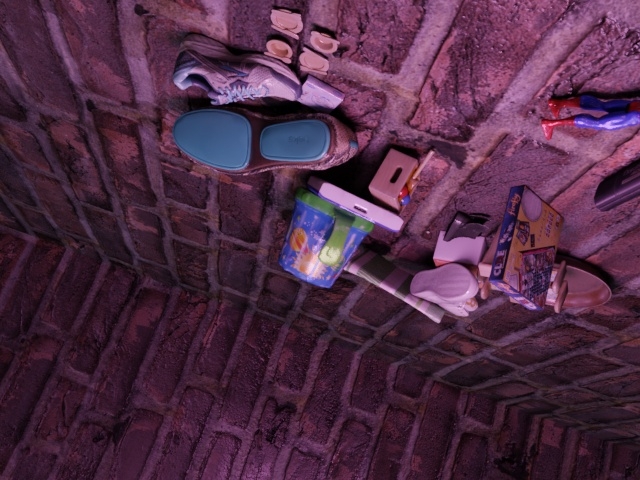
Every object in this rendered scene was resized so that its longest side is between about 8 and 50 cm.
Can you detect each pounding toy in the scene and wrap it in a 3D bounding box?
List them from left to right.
[{"bbox_3d":[0.195,-0.147,1.598,0.100,0.141,0.130,27,170,20],"label":"pounding toy"}]

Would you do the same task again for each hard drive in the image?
[{"bbox_3d":[0.077,-0.098,1.728,0.210,0.040,0.319,25,-175,-9],"label":"hard drive"}]

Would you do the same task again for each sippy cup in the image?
[{"bbox_3d":[0.000,0.000,1.875,0.240,0.224,0.305,27,-176,22],"label":"sippy cup"}]

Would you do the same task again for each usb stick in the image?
[{"bbox_3d":[0.630,-0.127,1.320,0.045,0.077,0.278,27,159,-6],"label":"usb stick"}]

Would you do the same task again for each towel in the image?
[{"bbox_3d":[0.240,0.135,2.092,0.324,0.038,0.248,31,-163,11],"label":"towel"}]

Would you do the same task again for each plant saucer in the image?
[{"bbox_3d":[0.658,0.108,1.927,0.310,0.050,0.311,17,160,6],"label":"plant saucer"}]

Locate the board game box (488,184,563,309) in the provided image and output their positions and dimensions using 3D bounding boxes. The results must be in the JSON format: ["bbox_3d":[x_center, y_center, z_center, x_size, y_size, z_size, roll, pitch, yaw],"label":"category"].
[{"bbox_3d":[0.480,0.018,1.582,0.165,0.243,0.042,32,156,-30],"label":"board game box"}]

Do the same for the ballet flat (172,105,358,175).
[{"bbox_3d":[-0.126,-0.232,1.642,0.482,0.164,0.182,7,-177,30],"label":"ballet flat"}]

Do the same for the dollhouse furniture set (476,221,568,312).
[{"bbox_3d":[0.506,0.098,1.770,0.212,0.161,0.242,9,139,34],"label":"dollhouse furniture set"}]

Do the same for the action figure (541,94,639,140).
[{"bbox_3d":[0.552,-0.200,1.198,0.280,0.092,0.139,1,146,42],"label":"action figure"}]

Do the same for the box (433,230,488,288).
[{"bbox_3d":[0.407,0.056,1.955,0.130,0.091,0.170,9,157,25],"label":"box"}]

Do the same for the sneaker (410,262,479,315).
[{"bbox_3d":[0.395,0.144,1.921,0.169,0.108,0.292,25,169,-18],"label":"sneaker"}]

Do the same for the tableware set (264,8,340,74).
[{"bbox_3d":[-0.039,-0.385,1.341,0.141,0.020,0.169,21,159,-5],"label":"tableware set"}]

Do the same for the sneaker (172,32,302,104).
[{"bbox_3d":[-0.179,-0.332,1.451,0.282,0.122,0.110,17,160,6],"label":"sneaker"}]

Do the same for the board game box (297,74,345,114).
[{"bbox_3d":[-0.005,-0.315,1.486,0.090,0.020,0.090,25,160,-16],"label":"board game box"}]

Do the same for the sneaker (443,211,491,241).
[{"bbox_3d":[0.388,-0.026,1.820,0.089,0.051,0.170,22,156,5],"label":"sneaker"}]
